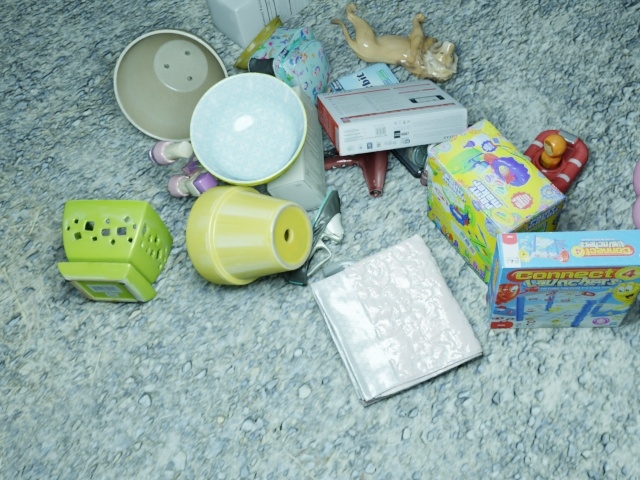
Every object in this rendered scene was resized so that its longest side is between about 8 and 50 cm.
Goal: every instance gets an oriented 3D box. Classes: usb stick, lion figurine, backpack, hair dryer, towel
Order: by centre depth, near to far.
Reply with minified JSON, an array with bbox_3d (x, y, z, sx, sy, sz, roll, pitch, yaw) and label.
[{"bbox_3d":[0.175,0.184,1.661,0.317,0.053,0.332,-23,71,-6],"label":"towel"},{"bbox_3d":[0.089,-0.223,1.969,0.223,0.080,0.293,-45,56,-1],"label":"hair dryer"},{"bbox_3d":[0.223,-0.282,1.985,0.077,0.045,0.278,-29,58,-12],"label":"usb stick"},{"bbox_3d":[-0.081,-0.511,2.061,0.191,0.225,0.253,4,48,25],"label":"backpack"},{"bbox_3d":[0.218,-0.586,2.105,0.392,0.142,0.240,3,56,3],"label":"lion figurine"}]

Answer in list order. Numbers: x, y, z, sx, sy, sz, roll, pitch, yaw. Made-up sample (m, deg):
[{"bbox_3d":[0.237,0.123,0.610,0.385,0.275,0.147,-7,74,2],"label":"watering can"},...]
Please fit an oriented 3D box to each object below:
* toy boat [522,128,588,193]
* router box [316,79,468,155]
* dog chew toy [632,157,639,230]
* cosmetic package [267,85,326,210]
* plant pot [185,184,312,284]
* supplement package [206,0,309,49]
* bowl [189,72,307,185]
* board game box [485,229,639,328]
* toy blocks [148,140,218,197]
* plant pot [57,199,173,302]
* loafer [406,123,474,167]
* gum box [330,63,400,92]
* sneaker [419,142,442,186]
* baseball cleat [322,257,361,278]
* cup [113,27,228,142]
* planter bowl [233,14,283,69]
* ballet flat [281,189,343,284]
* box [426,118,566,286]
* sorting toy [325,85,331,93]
[{"bbox_3d":[0.608,-0.219,1.828,0.151,0.151,0.231,31,67,25],"label":"toy boat"},{"bbox_3d":[0.181,-0.335,1.849,0.335,0.082,0.301,-9,28,-7],"label":"router box"},{"bbox_3d":[0.857,-0.080,1.687,0.206,0.206,0.332,14,70,16],"label":"dog chew toy"},{"bbox_3d":[-0.068,-0.249,1.913,0.113,0.160,0.309,-13,61,21],"label":"cosmetic package"},{"bbox_3d":[-0.161,-0.013,1.711,0.239,0.254,0.254,0,55,37],"label":"plant pot"},{"bbox_3d":[-0.209,-0.807,2.297,0.293,0.175,0.177,-41,63,-16],"label":"supplement package"},{"bbox_3d":[-0.170,-0.260,1.761,0.289,0.156,0.289,-1,77,5],"label":"bowl"},{"bbox_3d":[0.541,0.095,1.554,0.308,0.302,0.086,-2,58,8],"label":"board game box"},{"bbox_3d":[-0.305,-0.200,1.942,0.260,0.309,0.288,0,38,48],"label":"toy blocks"},{"bbox_3d":[-0.535,0.037,1.799,0.228,0.227,0.207,1,65,9],"label":"plant pot"},{"bbox_3d":[0.327,-0.268,1.916,0.267,0.096,0.084,-20,37,-33],"label":"loafer"},{"bbox_3d":[0.145,-0.451,2.104,0.184,0.041,0.157,-24,58,-6],"label":"gum box"},{"bbox_3d":[0.368,-0.192,1.881,0.281,0.162,0.106,-4,40,-37],"label":"sneaker"},{"bbox_3d":[0.108,0.097,1.752,0.206,0.072,0.109,-6,57,5],"label":"baseball cleat"},{"bbox_3d":[-0.431,-0.494,2.083,0.331,0.331,0.237,-10,31,2],"label":"cup"},{"bbox_3d":[-0.172,-0.598,2.187,0.090,0.217,0.217,41,64,-20],"label":"planter bowl"},{"bbox_3d":[0.000,0.000,1.823,0.096,0.095,0.280,30,77,11],"label":"ballet flat"},{"bbox_3d":[0.413,-0.082,1.696,0.177,0.279,0.290,-30,60,-10],"label":"box"},{"bbox_3d":[-0.007,-0.444,2.139,0.062,0.012,0.083,10,60,17],"label":"sorting toy"}]
